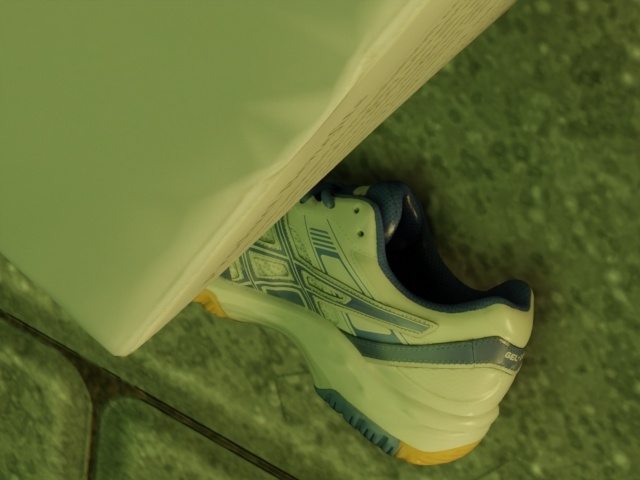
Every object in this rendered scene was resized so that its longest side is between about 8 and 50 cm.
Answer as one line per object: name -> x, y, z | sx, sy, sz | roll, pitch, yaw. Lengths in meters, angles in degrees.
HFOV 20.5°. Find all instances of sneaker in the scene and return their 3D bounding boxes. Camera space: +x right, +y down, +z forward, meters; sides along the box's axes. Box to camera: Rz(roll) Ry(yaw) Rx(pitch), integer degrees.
sneaker -> 0.000, 0.000, 1.071 | 0.296, 0.112, 0.131 | 35, 115, 12

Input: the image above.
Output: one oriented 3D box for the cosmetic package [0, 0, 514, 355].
cosmetic package -> -0.018, -0.238, 0.710 | 0.327, 0.393, 0.329 | 44, 133, 2
